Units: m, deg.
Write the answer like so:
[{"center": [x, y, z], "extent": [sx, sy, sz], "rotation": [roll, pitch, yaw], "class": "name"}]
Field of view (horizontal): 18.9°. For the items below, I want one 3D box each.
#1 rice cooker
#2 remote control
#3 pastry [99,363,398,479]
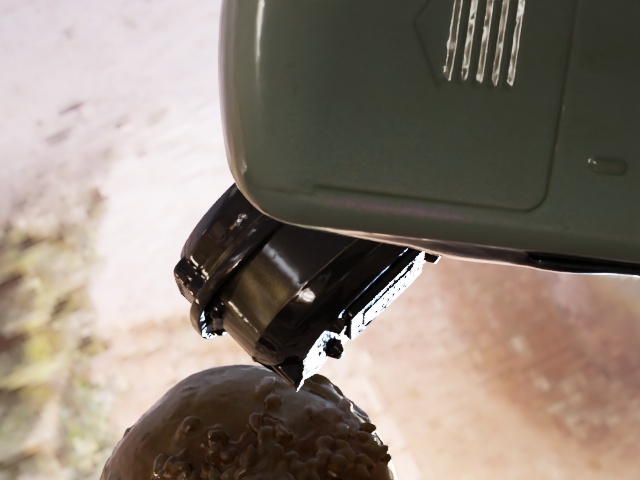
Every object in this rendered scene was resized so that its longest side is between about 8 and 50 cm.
[{"center": [0.000, 0.000, 1.055], "extent": [0.165, 0.106, 0.112], "rotation": [-48, 169, -11], "class": "rice cooker"}, {"center": [0.115, -0.055, 0.611], "extent": [0.296, 0.140, 0.056], "rotation": [6, -176, -9], "class": "remote control"}, {"center": [-0.062, 0.270, 1.646], "extent": [0.284, 0.315, 0.184], "rotation": [7, -173, -4], "class": "pastry"}]
